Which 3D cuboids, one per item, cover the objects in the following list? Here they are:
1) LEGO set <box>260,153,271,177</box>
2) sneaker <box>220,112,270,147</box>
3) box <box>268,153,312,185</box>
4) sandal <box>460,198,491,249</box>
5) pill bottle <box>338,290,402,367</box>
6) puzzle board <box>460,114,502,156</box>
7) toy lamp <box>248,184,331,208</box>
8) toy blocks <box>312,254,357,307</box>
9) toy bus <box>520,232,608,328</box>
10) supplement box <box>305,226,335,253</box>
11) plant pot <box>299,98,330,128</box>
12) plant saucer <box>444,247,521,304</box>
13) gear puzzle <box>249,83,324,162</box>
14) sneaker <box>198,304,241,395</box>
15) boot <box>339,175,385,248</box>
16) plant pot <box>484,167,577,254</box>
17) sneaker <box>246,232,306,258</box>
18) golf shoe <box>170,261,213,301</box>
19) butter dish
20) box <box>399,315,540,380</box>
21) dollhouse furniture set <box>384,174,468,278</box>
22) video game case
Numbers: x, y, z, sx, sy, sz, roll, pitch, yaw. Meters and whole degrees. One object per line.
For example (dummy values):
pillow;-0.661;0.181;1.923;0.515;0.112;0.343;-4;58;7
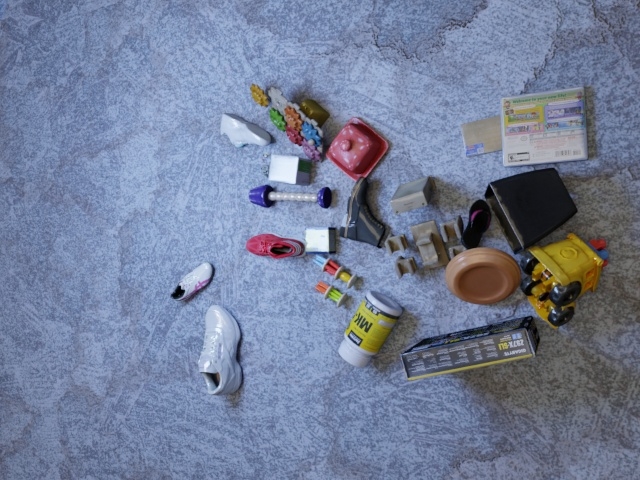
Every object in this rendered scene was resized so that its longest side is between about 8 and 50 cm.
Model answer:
LEGO set;-0.183;-0.251;1.842;0.054;0.023;0.083;-24;81;23
sneaker;-0.255;-0.348;1.856;0.212;0.080;0.094;33;115;28
box;-0.096;-0.224;1.760;0.101;0.101;0.087;10;95;24
sandal;0.432;-0.047;1.501;0.067;0.179;0.040;32;144;-2
pill bottle;0.144;0.265;1.645;0.119;0.119;0.209;33;103;21
puzzle board;0.466;-0.294;1.556;0.128;0.011;0.097;-10;87;25
toy lamp;-0.104;-0.140;1.778;0.274;0.080;0.080;4;92;25
toy blocks;0.027;0.122;1.733;0.148;0.054;0.123;32;102;21
toy bus;0.636;0.090;1.404;0.211;0.220;0.149;-26;46;-7
supplement box;0.000;0.000;1.742;0.083;0.056;0.083;-1;90;24
plant pot;-0.037;-0.397;1.742;0.081;0.083;0.081;45;107;18
plant saucer;0.438;0.106;1.492;0.199;0.037;0.200;6;129;7
gear puzzle;-0.118;-0.386;1.739;0.044;0.175;0.339;-39;71;-19
sneaker;-0.342;0.369;1.849;0.114;0.152;0.305;-13;84;26
boot;0.149;-0.084;1.674;0.137;0.077;0.198;21;112;18
plant pot;0.549;-0.086;1.436;0.166;0.188;0.188;-25;80;8
sneaker;-0.164;0.015;1.777;0.221;0.128;0.087;-1;89;23
golf shoe;-0.448;0.149;1.932;0.186;0.086;0.067;-47;71;16
butter dish;0.094;-0.280;1.665;0.160;0.118;0.160;43;106;18
box;0.399;0.281;1.455;0.321;0.257;0.079;-18;84;23
dollhouse furniture set;0.300;-0.041;1.589;0.212;0.161;0.242;-16;106;24
video game case;0.597;-0.302;1.483;0.212;0.023;0.194;-3;89;21
